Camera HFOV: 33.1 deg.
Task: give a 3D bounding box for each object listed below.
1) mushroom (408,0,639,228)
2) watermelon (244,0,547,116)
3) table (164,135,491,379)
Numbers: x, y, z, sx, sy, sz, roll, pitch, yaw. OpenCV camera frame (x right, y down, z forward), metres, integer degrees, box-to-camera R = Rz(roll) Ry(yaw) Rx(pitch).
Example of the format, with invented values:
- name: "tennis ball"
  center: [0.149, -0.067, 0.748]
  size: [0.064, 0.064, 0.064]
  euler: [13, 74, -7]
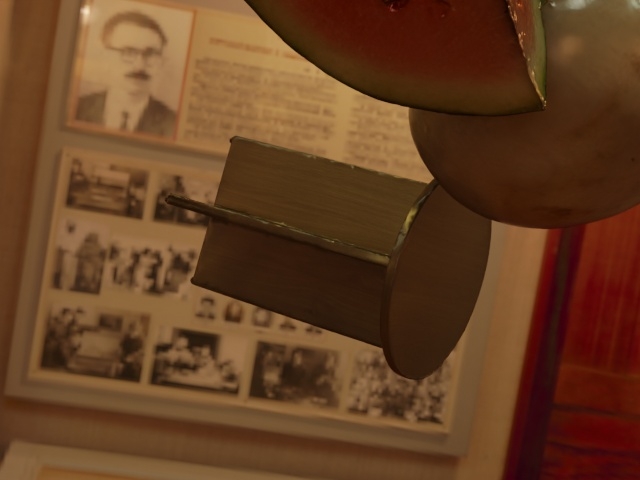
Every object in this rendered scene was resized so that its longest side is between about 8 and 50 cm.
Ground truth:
- name: "mushroom"
  center: [0.153, -0.122, 0.711]
  size: [0.207, 0.215, 0.207]
  euler: [-10, -25, -5]
- name: "watermelon"
  center: [0.056, -0.171, 0.570]
  size: [0.193, 0.145, 0.137]
  euler: [25, -39, -7]
- name: "table"
  center: [0.000, 0.000, 0.869]
  size: [0.226, 0.167, 0.167]
  euler: [16, 6, 30]
